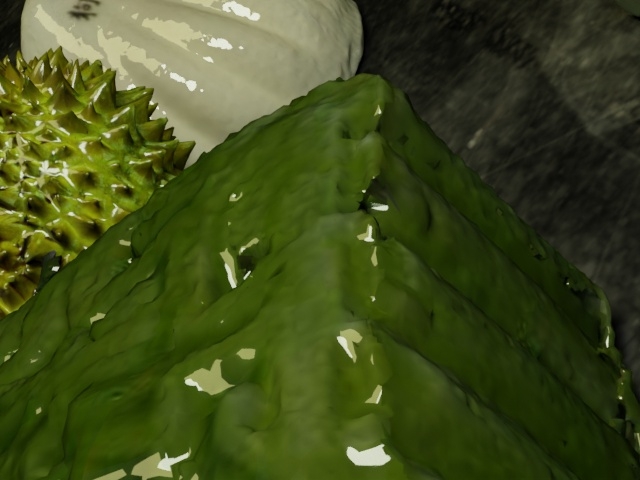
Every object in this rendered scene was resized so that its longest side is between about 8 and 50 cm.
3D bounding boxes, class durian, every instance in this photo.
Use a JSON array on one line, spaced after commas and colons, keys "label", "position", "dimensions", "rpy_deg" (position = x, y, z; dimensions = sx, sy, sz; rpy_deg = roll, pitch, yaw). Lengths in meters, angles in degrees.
[{"label": "durian", "position": [-0.195, 0.025, 0.934], "dimensions": [0.291, 0.224, 0.291], "rpy_deg": [-11, 76, 51]}]

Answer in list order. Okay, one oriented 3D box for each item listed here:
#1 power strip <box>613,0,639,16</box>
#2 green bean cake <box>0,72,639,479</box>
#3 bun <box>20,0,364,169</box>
[{"label": "power strip", "position": [0.222, -0.130, 0.738], "dimensions": [0.093, 0.053, 0.288], "rpy_deg": [-51, 26, -4]}, {"label": "green bean cake", "position": [-0.047, 0.115, 0.643], "dimensions": [0.319, 0.218, 0.335], "rpy_deg": [-38, 30, 20]}, {"label": "bun", "position": [-0.118, -0.116, 1.097], "dimensions": [0.263, 0.175, 0.263], "rpy_deg": [-35, 32, 26]}]
